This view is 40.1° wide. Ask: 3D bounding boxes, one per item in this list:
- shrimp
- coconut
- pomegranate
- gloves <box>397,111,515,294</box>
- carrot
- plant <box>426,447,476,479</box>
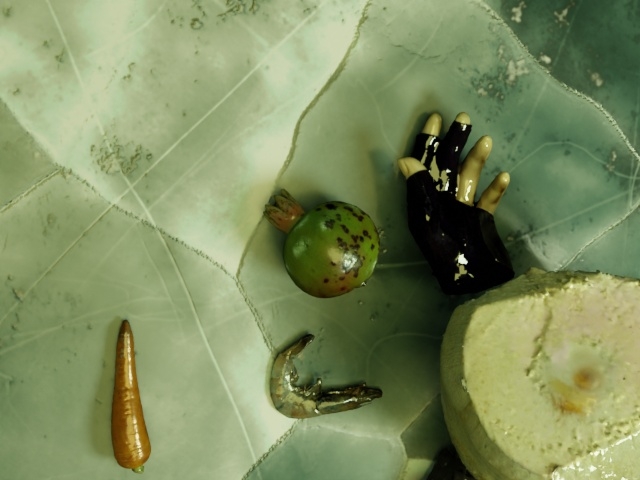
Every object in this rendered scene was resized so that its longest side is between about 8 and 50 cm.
[{"bbox_3d":[0.010,0.227,1.489,0.195,0.035,0.148,-6,99,-11],"label":"shrimp"},{"bbox_3d":[0.381,0.252,1.402,0.405,0.404,0.404,-2,100,-13],"label":"coconut"},{"bbox_3d":[0.000,0.000,1.393,0.205,0.159,0.159,39,89,9],"label":"pomegranate"},{"bbox_3d":[0.212,-0.061,1.424,0.197,0.152,0.301,0,89,-40],"label":"gloves"},{"bbox_3d":[-0.312,0.254,1.406,0.061,0.061,0.256,-6,98,-12],"label":"carrot"},{"bbox_3d":[0.257,0.435,1.530,0.132,0.129,0.194,40,92,-16],"label":"plant"}]
